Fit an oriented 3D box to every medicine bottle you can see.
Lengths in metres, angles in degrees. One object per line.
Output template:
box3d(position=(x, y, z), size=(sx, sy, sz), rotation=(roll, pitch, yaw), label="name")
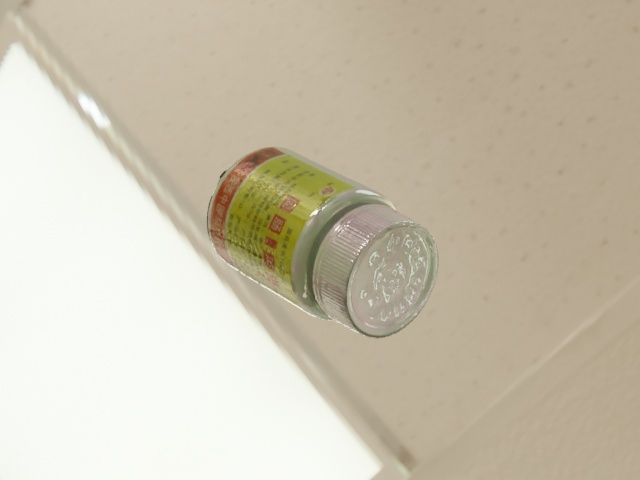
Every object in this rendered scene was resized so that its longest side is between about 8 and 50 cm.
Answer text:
box3d(position=(0.000, 0.000, 1.573), size=(0.225, 0.139, 0.139), rotation=(29, -49, 44), label="medicine bottle")
